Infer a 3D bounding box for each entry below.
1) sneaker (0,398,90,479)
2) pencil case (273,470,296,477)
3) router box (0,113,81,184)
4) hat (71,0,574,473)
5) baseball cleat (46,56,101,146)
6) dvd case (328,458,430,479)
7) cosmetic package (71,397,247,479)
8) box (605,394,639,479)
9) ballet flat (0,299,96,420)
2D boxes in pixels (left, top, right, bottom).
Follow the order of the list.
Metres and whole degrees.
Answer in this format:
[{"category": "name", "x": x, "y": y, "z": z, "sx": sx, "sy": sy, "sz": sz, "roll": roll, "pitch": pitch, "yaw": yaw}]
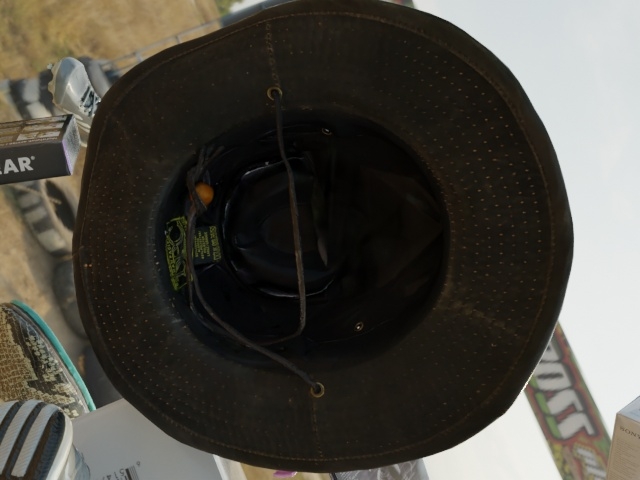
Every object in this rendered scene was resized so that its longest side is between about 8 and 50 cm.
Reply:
[{"category": "sneaker", "x": -0.186, "y": 0.220, "z": 0.420, "sx": 0.132, "sy": 0.086, "sz": 0.229, "roll": 80, "pitch": 23, "yaw": -49}, {"category": "pencil case", "x": -0.012, "y": 0.194, "z": 1.005, "sx": 0.284, "sy": 0.124, "sz": 0.124, "roll": -46, "pitch": 119, "yaw": -58}, {"category": "router box", "x": -0.376, "y": -0.100, "z": 0.840, "sx": 0.133, "sy": 0.179, "sz": 0.046, "roll": -119, "pitch": -159, "yaw": -65}, {"category": "hat", "x": 0.000, "y": 0.000, "z": 0.511, "sx": 0.331, "sy": 0.331, "sz": 0.134, "roll": 69, "pitch": 17, "yaw": 0}, {"category": "baseball cleat", "x": -0.319, "y": -0.188, "z": 1.043, "sx": 0.206, "sy": 0.109, "sz": 0.072, "roll": 113, "pitch": -4, "yaw": -73}, {"category": "dvd case", "x": 0.086, "y": 0.329, "z": 1.040, "sx": 0.018, "sy": 0.164, "sz": 0.221, "roll": 5, "pitch": -57, "yaw": 43}, {"category": "cosmetic package", "x": -0.170, "y": 0.260, "z": 0.705, "sx": 0.365, "sy": 0.197, "sz": 0.155, "roll": 103, "pitch": -37, "yaw": -71}, {"category": "box", "x": 0.514, "y": 0.368, "z": 1.126, "sx": 0.058, "sy": 0.232, "sz": 0.322, "roll": 23, "pitch": -60, "yaw": 44}, {"category": "ballet flat", "x": -0.388, "y": 0.289, "z": 1.060, "sx": 0.164, "sy": 0.182, "sz": 0.483, "roll": 26, "pitch": -30, "yaw": 28}]
